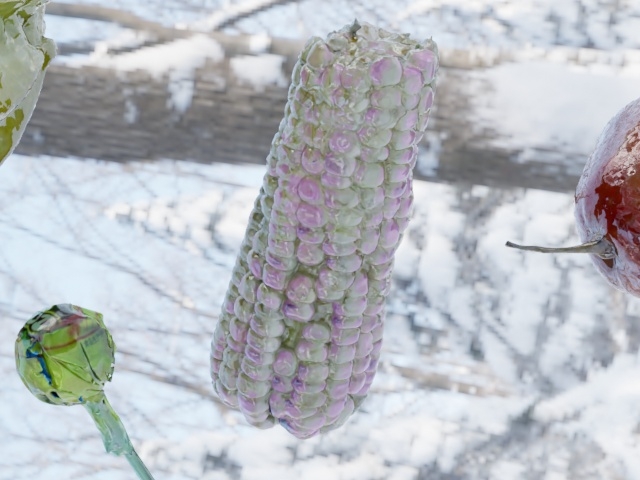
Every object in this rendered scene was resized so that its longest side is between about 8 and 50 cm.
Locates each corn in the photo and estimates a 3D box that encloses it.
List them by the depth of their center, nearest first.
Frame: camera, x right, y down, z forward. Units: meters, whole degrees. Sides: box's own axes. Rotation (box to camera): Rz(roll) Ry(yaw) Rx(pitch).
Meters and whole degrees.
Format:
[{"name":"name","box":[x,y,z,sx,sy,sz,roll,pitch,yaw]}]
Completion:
[{"name":"corn","box":[0.003,0.001,1.019,0.127,0.126,0.335,-54,-18,-51]}]

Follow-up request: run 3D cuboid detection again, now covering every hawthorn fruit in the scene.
[{"name":"hawthorn fruit","box":[0.247,-0.016,1.056,0.203,0.162,0.163,-37,-42,-28]}]

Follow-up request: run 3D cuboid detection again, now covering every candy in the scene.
[{"name":"candy","box":[-0.118,0.117,0.858,0.058,0.062,0.194,-48,-58,-33]}]

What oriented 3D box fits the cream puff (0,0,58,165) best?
[{"name":"cream puff","box":[-0.332,-0.142,0.970,0.275,0.378,0.378,20,-101,-38]}]
